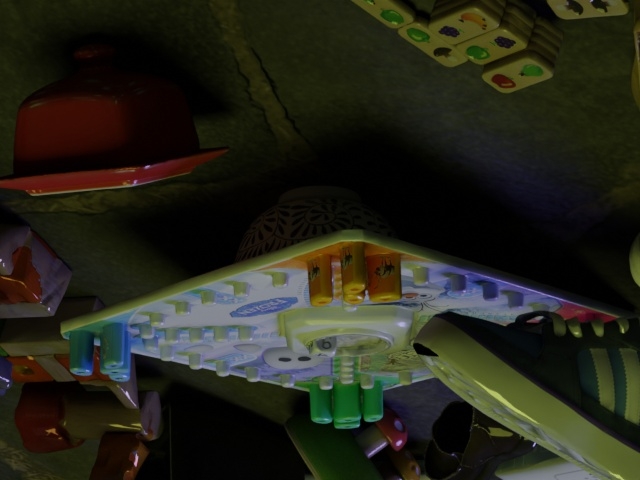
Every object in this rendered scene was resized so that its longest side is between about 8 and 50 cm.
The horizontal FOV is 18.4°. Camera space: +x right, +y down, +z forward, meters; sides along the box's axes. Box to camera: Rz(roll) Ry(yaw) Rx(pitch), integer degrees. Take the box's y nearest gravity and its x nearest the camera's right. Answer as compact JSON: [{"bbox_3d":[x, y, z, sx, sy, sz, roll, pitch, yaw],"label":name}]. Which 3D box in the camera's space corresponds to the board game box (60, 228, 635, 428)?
[{"bbox_3d":[0.026,0.096,1.830,0.390,0.050,0.390,17,154,-42],"label":"board game box"}]

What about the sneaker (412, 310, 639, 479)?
[{"bbox_3d":[0.261,0.075,1.678,0.323,0.236,0.130,31,172,-13],"label":"sneaker"}]

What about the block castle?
[{"bbox_3d":[-0.366,0.173,1.979,0.213,0.303,0.453,-3,145,27],"label":"block castle"}]

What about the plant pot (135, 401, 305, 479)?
[{"bbox_3d":[-0.113,0.298,2.216,0.167,0.188,0.187,4,156,-20],"label":"plant pot"}]

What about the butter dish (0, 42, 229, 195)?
[{"bbox_3d":[-0.180,-0.104,1.637,0.160,0.118,0.160,-5,-174,27],"label":"butter dish"}]

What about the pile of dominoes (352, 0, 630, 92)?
[{"bbox_3d":[0.074,-0.192,1.428,0.251,0.040,0.196,31,153,-28],"label":"pile of dominoes"}]

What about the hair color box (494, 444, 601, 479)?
[{"bbox_3d":[0.372,0.186,1.898,0.374,0.113,0.185,-18,138,43],"label":"hair color box"}]

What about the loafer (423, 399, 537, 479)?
[{"bbox_3d":[0.142,0.185,1.930,0.078,0.080,0.220,12,155,-15],"label":"loafer"}]

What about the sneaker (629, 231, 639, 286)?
[{"bbox_3d":[0.385,-0.019,1.571,0.292,0.110,0.118,-9,136,19],"label":"sneaker"}]

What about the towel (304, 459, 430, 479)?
[{"bbox_3d":[0.117,0.372,2.311,0.248,0.038,0.325,-5,131,28],"label":"towel"}]

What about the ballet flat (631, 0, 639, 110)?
[{"bbox_3d":[0.263,-0.116,1.472,0.080,0.073,0.232,3,149,21],"label":"ballet flat"}]

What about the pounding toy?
[{"bbox_3d":[0.069,0.264,2.127,0.237,0.110,0.183,56,179,8],"label":"pounding toy"}]

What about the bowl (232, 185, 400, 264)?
[{"bbox_3d":[0.000,0.000,1.746,0.170,0.080,0.170,-1,163,0],"label":"bowl"}]
